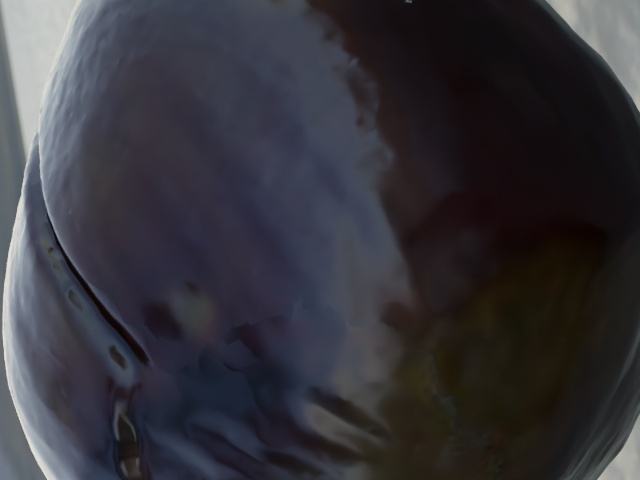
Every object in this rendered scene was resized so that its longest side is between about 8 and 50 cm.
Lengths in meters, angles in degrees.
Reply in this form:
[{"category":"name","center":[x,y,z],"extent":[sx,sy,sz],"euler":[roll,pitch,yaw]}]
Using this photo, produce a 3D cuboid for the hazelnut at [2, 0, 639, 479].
[{"category":"hazelnut","center":[0.000,0.000,0.546],"extent":[0.229,0.230,0.229],"euler":[170,90,-81]}]
